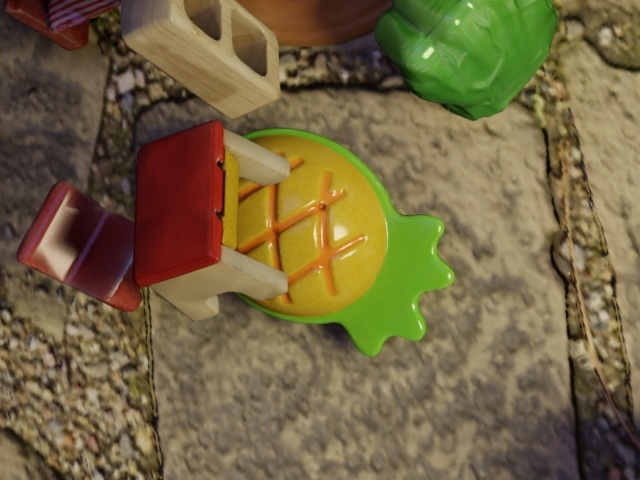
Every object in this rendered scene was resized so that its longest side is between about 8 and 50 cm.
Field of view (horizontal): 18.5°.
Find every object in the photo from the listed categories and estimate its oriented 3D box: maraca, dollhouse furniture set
[{"bbox_3d":[0.000,0.000,1.324,0.185,0.099,0.127,30,106,11],"label":"maraca"},{"bbox_3d":[-0.144,-0.128,1.309,0.201,0.152,0.374,-19,55,30],"label":"dollhouse furniture set"}]

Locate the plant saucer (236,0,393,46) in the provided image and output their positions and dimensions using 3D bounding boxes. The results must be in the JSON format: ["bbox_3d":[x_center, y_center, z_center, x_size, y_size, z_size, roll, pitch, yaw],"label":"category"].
[{"bbox_3d":[-0.005,-0.239,1.431,0.200,0.037,0.200,-4,72,14],"label":"plant saucer"}]

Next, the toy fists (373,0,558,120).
[{"bbox_3d":[0.139,-0.216,1.326,0.096,0.142,0.279,36,85,22],"label":"toy fists"}]
